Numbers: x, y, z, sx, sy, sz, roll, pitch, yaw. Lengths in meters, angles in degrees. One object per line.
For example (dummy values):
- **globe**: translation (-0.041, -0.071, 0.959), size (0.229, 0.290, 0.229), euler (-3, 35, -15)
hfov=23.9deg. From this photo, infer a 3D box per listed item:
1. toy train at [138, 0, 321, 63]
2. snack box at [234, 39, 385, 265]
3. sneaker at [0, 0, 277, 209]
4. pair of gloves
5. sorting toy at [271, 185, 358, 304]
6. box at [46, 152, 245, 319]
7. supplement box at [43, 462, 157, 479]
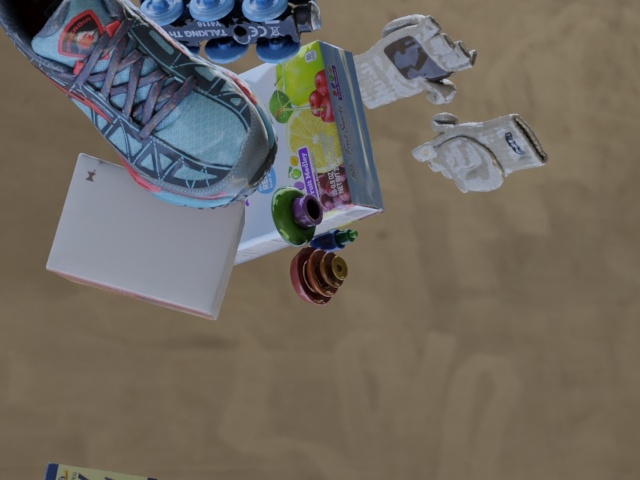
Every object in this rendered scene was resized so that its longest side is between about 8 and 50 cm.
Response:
- **toy train**: translation (-0.086, -0.218, 1.386), size (0.080, 0.184, 0.105), euler (71, -157, -49)
- **snack box**: translation (-0.051, -0.082, 1.532), size (0.070, 0.207, 0.174), euler (10, -116, -54)
- **sneaker**: translation (-0.145, -0.115, 1.035), size (0.262, 0.104, 0.125), euler (39, -176, 22)
- **pair of gloves**: translation (0.150, -0.163, 1.822), size (0.240, 0.204, 0.042), euler (49, -121, -8)
- **sorting toy**: translation (0.000, 0.000, 1.217), size (0.061, 0.042, 0.102), euler (-5, -101, -56)
- **box**: translation (-0.132, 0.002, 1.184), size (0.130, 0.170, 0.091), euler (16, -95, -1)
- **supplement box**: translation (-0.163, 0.206, 1.113), size (0.083, 0.083, 0.056), euler (8, -114, 0)
